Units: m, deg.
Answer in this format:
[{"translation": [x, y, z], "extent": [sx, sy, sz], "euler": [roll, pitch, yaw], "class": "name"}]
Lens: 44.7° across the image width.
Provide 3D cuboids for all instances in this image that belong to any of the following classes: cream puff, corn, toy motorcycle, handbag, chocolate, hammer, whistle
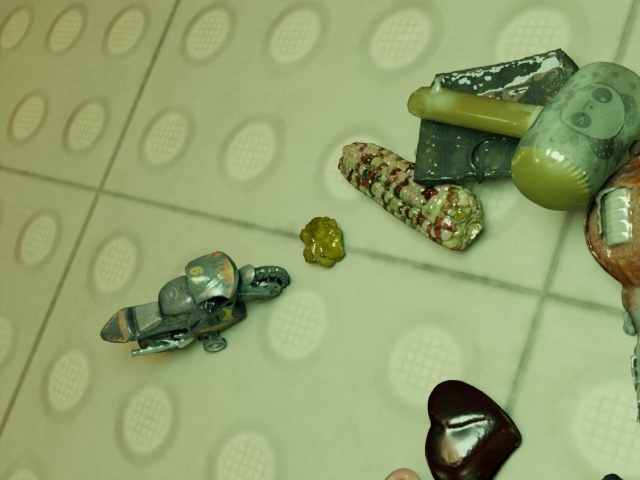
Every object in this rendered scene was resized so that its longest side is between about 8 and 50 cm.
[{"translation": [0.000, 0.000, 1.248], "extent": [0.083, 0.058, 0.083], "euler": [20, 82, 37], "class": "cream puff"}, {"translation": [0.131, -0.072, 1.175], "extent": [0.281, 0.092, 0.092], "euler": [35, 93, 44], "class": "corn"}, {"translation": [-0.204, 0.105, 1.275], "extent": [0.307, 0.173, 0.108], "euler": [-29, 58, 20], "class": "toy motorcycle"}, {"translation": [0.260, -0.160, 1.085], "extent": [0.271, 0.088, 0.175], "euler": [-8, 63, 17], "class": "handbag"}, {"translation": [0.185, 0.251, 0.994], "extent": [0.125, 0.080, 0.148], "euler": [-4, 60, 31], "class": "chocolate"}, {"translation": [0.243, -0.158, 0.999], "extent": [0.306, 0.113, 0.202], "euler": [23, 59, 37], "class": "hammer"}, {"translation": [0.390, 0.045, 0.922], "extent": [0.142, 0.134, 0.345], "euler": [-13, 72, 47], "class": "whistle"}]

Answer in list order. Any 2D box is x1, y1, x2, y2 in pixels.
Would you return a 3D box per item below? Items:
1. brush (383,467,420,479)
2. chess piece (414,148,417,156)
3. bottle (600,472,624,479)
[{"translation": [0.127, 0.390, 0.965], "extent": [0.103, 0.047, 0.233], "euler": [-36, 41, 16], "class": "brush"}, {"translation": [0.184, -0.159, 1.205], "extent": [0.092, 0.035, 0.035], "euler": [-38, 54, 21], "class": "chess piece"}, {"translation": [0.394, 0.348, 0.821], "extent": [0.244, 0.072, 0.082], "euler": [37, 135, 38], "class": "bottle"}]
